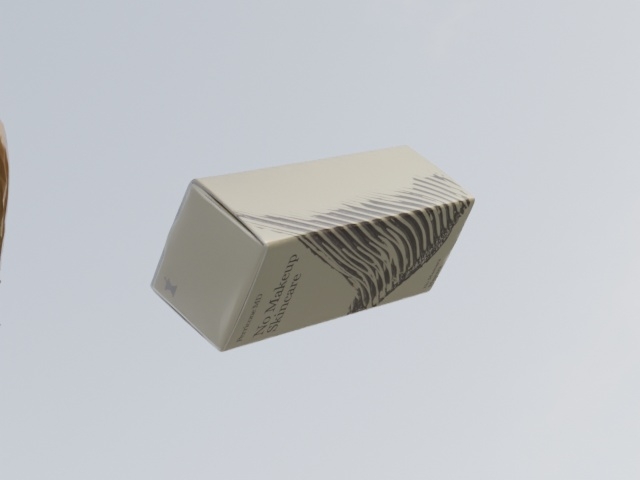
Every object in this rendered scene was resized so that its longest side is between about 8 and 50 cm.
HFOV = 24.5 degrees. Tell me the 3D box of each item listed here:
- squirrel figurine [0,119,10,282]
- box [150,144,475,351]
[{"bbox_3d":[-0.360,-0.042,0.992,0.281,0.370,0.397,-9,-48,-14],"label":"squirrel figurine"},{"bbox_3d":[0.000,0.000,1.218,0.275,0.094,0.113,-15,-44,-48],"label":"box"}]
